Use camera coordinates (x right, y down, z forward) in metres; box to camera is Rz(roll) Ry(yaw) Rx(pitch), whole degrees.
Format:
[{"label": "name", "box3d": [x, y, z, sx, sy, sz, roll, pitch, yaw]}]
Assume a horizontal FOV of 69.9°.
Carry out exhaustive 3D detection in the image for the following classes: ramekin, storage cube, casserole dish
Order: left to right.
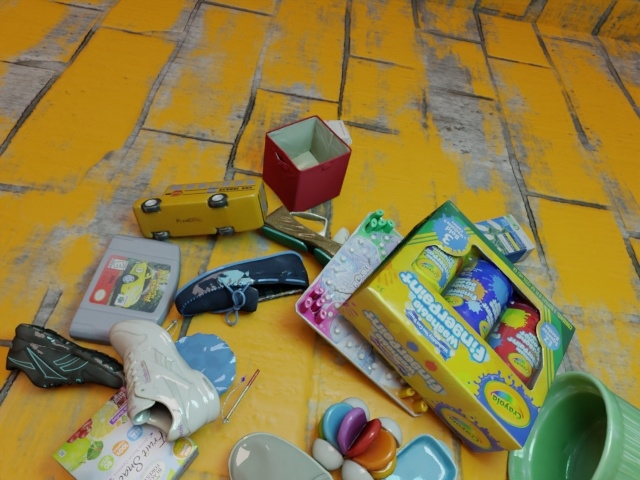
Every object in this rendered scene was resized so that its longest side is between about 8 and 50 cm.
[{"label": "storage cube", "box3d": [-0.044, -0.225, 1.374, 0.214, 0.193, 0.184, -26, 62, -28]}, {"label": "casserole dish", "box3d": [0.201, 0.498, 0.968, 0.188, 0.037, 0.114, -27, 63, -27]}, {"label": "ramekin", "box3d": [0.532, 0.435, 0.920, 0.148, 0.303, 0.304, 28, 53, 1]}]

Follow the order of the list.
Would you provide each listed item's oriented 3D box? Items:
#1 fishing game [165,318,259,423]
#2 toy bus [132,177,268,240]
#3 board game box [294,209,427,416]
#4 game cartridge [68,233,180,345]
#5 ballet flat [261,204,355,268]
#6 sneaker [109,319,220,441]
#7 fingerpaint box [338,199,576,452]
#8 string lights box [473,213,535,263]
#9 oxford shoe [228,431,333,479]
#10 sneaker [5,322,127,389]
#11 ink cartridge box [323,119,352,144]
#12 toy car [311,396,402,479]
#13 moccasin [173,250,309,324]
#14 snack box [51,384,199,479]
[{"label": "fishing game", "box3d": [-0.281, 0.297, 1.028, 0.263, 0.041, 0.189, 23, 52, 15]}, {"label": "toy bus", "box3d": [-0.317, -0.087, 1.231, 0.332, 0.108, 0.130, -4, 37, 5]}, {"label": "board game box", "box3d": [0.190, 0.157, 1.148, 0.390, 0.050, 0.390, 41, 55, 0]}, {"label": "game cartridge", "box3d": [-0.457, 0.117, 1.124, 0.195, 0.060, 0.295, 12, 52, -7]}, {"label": "ballet flat", "box3d": [0.000, 0.000, 1.257, 0.342, 0.116, 0.124, 29, 71, 18]}, {"label": "sneaker", "box3d": [-0.343, 0.270, 0.919, 0.305, 0.114, 0.152, 35, 29, 21]}, {"label": "fingerpaint box", "box3d": [0.328, 0.184, 1.067, 0.445, 0.163, 0.371, 47, 55, 4]}, {"label": "string lights box", "box3d": [0.486, 0.018, 1.363, 0.259, 0.077, 0.134, -13, 58, -20]}, {"label": "oxford shoe", "box3d": [-0.008, 0.534, 0.832, 0.169, 0.130, 0.449, -38, 65, -17]}, {"label": "sneaker", "box3d": [-0.540, 0.271, 0.980, 0.267, 0.101, 0.106, 21, 74, 5]}, {"label": "ink cartridge box", "box3d": [0.027, -0.341, 1.541, 0.143, 0.090, 0.092, -4, 54, -15]}, {"label": "toy car", "box3d": [0.074, 0.403, 0.940, 0.181, 0.136, 0.159, 25, 52, 28]}, {"label": "moccasin", "box3d": [-0.179, 0.118, 1.124, 0.341, 0.138, 0.117, -19, 63, -23]}, {"label": "snack box", "box3d": [-0.373, 0.419, 0.896, 0.207, 0.070, 0.174, 33, 53, 12]}]
